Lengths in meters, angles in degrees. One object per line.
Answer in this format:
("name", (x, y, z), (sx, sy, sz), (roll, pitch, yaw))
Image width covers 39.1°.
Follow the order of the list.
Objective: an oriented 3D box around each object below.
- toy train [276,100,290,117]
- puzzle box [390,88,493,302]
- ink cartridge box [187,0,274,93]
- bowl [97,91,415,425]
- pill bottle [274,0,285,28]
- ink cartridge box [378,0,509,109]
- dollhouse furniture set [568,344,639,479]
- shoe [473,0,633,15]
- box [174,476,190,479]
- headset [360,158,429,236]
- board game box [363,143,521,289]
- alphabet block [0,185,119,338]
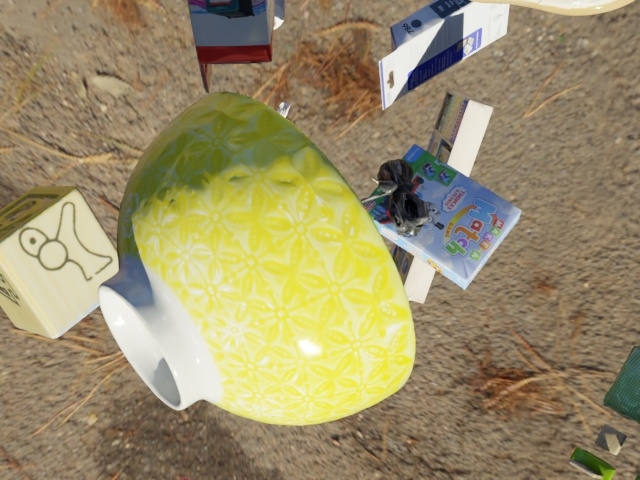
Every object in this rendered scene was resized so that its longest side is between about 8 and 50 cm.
("toy train", (-0.067, -0.084, 1.097), (0.046, 0.125, 0.166), (32, 55, -22))
("puzzle box", (0.236, -0.100, 1.842), (0.052, 0.272, 0.409), (17, 103, -6))
("ink cartridge box", (-0.087, -0.267, 0.872), (0.078, 0.231, 0.134), (-1, 55, 1))
("bowl", (-0.080, 0.044, 0.717), (0.156, 0.289, 0.289), (-33, 90, -27))
("pill bottle", (-0.143, -0.609, 1.977), (0.161, 0.161, 0.283), (2, 67, -7))
("ink cartridge box", (0.241, -0.415, 1.845), (0.332, 0.165, 0.065), (-33, 63, -12))
("dollhouse furniture set", (0.671, 0.381, 1.891), (0.197, 0.151, 0.301), (29, 91, 32))
("shoe", (0.275, -0.317, 1.078), (0.219, 0.058, 0.076), (5, 59, 12))
("box", (-0.245, 0.565, 1.487), (0.142, 0.154, 0.300), (-36, 70, 19))
("headset", (-0.009, 0.067, 1.079), (0.243, 0.185, 0.394), (24, 117, -26))
("board game box", (0.191, -0.042, 1.454), (0.211, 0.039, 0.160), (34, 69, 16))
("alphabet block", (-0.487, 0.033, 1.594), (0.192, 0.193, 0.197), (-42, 117, -32))
